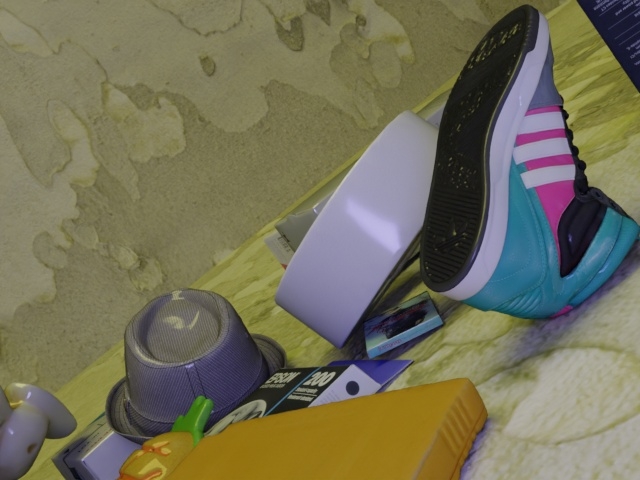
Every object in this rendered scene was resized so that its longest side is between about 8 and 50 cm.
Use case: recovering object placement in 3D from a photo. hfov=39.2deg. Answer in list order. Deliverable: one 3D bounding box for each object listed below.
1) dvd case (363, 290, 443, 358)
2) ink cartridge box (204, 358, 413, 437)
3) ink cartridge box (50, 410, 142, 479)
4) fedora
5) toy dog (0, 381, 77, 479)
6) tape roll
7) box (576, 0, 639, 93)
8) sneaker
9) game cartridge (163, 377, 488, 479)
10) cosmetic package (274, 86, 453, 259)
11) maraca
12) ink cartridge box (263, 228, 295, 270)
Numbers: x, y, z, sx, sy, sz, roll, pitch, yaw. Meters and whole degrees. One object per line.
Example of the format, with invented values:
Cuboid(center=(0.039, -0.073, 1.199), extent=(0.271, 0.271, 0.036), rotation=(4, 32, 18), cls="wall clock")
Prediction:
Cuboid(center=(0.089, 0.092, 0.998), extent=(0.087, 0.013, 0.119), rotation=(-27, 7, 6), cls="dvd case")
Cuboid(center=(-0.029, 0.177, 0.951), extent=(0.208, 0.045, 0.206), rotation=(-38, 8, -24), cls="ink cartridge box")
Cuboid(center=(-0.280, 0.288, 1.255), extent=(0.139, 0.082, 0.190), rotation=(-41, 8, -30), cls="ink cartridge box")
Cuboid(center=(-0.171, 0.143, 1.149), extent=(0.243, 0.124, 0.275), rotation=(-15, 23, -3), cls="fedora")
Cuboid(center=(-0.487, 0.341, 1.053), extent=(0.395, 0.284, 0.408), rotation=(126, 161, -62), cls="toy dog")
Cuboid(center=(0.065, -0.011, 1.069), extent=(0.286, 0.100, 0.286), rotation=(-54, -6, -9), cls="tape roll")
Cuboid(center=(0.365, -0.220, 0.954), extent=(0.108, 0.207, 0.153), rotation=(-34, 8, 22), cls="box")
Cuboid(center=(0.203, -0.055, 0.801), extent=(0.124, 0.178, 0.296), rotation=(-24, 44, 56), cls="sneaker")
Cuboid(center=(-0.054, 0.226, 0.634), extent=(0.285, 0.053, 0.323), rotation=(-18, 15, 36), cls="game cartridge")
Cuboid(center=(0.130, -0.085, 1.367), extent=(0.365, 0.155, 0.197), rotation=(-40, 8, -17), cls="cosmetic package")
Cuboid(center=(-0.146, 0.232, 0.869), extent=(0.127, 0.099, 0.186), rotation=(-43, 22, 33), cls="maraca")
Cuboid(center=(0.000, 0.000, 1.576), extent=(0.067, 0.115, 0.198), rotation=(-42, 11, -37), cls="ink cartridge box")
